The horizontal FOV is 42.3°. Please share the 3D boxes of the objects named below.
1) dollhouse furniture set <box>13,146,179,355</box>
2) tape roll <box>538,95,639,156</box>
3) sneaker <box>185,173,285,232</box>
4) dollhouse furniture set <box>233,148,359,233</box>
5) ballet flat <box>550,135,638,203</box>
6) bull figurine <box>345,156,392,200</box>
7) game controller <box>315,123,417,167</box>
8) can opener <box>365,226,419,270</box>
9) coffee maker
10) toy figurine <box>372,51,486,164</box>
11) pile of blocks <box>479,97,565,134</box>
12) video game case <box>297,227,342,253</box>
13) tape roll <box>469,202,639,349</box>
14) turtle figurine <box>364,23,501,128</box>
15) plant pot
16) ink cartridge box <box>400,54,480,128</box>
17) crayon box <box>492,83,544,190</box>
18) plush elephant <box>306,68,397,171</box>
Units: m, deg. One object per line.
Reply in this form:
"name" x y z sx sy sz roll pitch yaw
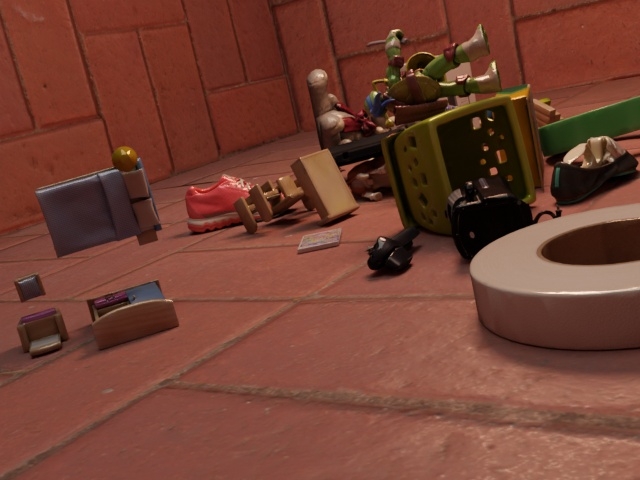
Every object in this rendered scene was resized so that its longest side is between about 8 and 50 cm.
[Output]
"dollhouse furniture set" -0.404 0.016 1.407 0.286 0.304 0.198 -16 12 -16
"tape roll" 0.694 -0.286 2.021 0.321 0.077 0.321 -17 3 1
"sneaker" -0.212 -0.115 2.190 0.313 0.136 0.116 -13 13 1
"dollhouse furniture set" -0.046 -0.090 2.014 0.212 0.161 0.242 -23 -6 -41
"ballet flat" 0.555 -0.154 1.657 0.095 0.096 0.280 -1 17 46
"bull figurine" 0.216 -0.195 2.157 0.310 0.101 0.188 -26 16 -7
"game controller" 0.128 -0.237 2.152 0.319 0.067 0.166 -11 6 35
"can opener" 0.132 0.016 1.463 0.059 0.073 0.186 -50 -7 24
"coffee maker" 0.303 -0.038 1.411 0.171 0.120 0.178 12 16 3
"toy figurine" 0.286 -0.247 2.012 0.191 0.363 0.217 -27 -18 16
"pile of blocks" 0.596 -0.363 2.435 0.112 0.149 0.362 -19 13 -24
"video game case" 0.000 0.000 1.744 0.087 0.011 0.122 -11 13 7
"tape roll" 0.388 0.032 1.057 0.391 0.072 0.392 -13 12 3
"turtle figurine" 0.219 -0.344 1.680 0.266 0.198 0.274 -15 6 19
"plant pot" 0.260 -0.144 1.643 0.228 0.227 0.207 -21 8 -30
"ink cartridge box" 0.330 -0.362 2.335 0.131 0.307 0.226 -18 13 -23
"crayon box" 0.450 -0.235 1.876 0.083 0.203 0.323 -10 12 17
"plush elephant" 0.123 -0.322 2.416 0.255 0.330 0.272 -13 42 -2
